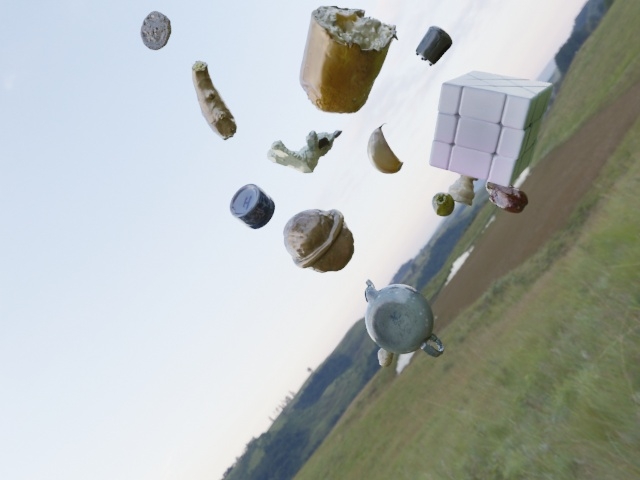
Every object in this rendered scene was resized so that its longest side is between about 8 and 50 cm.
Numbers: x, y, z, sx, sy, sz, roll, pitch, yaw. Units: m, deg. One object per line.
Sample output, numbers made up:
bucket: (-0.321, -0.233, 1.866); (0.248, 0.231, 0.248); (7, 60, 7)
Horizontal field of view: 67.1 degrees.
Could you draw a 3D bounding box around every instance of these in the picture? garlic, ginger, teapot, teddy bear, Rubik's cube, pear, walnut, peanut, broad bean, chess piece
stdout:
garlic: (0.311, -0.438, 2.379); (0.164, 0.245, 0.145); (-21, 8, 43)
ginger: (-0.522, -0.681, 2.374); (0.165, 0.376, 0.236); (-13, 7, -3)
teapot: (0.224, 0.218, 1.353); (0.193, 0.294, 0.129); (-56, -15, 20)
teddy bear: (-0.093, -0.609, 2.993); (0.363, 0.375, 0.327); (-69, 11, -19)
Rubik's cube: (0.622, -0.423, 1.773); (0.321, 0.318, 0.316); (-36, -43, -45)
pear: (0.545, -0.161, 2.145); (0.107, 0.107, 0.131); (-55, -32, 5)
walnut: (0.000, 0.000, 1.950); (0.285, 0.296, 0.285); (-46, 18, 19)
peanut: (0.223, 0.375, 1.626); (0.054, 0.053, 0.113); (115, 176, -48)
broad bean: (0.879, -0.212, 2.292); (0.156, 0.228, 0.122); (13, -69, -47)
chess piece: (0.729, -0.312, 2.408); (0.142, 0.142, 0.261); (-12, -58, -76)

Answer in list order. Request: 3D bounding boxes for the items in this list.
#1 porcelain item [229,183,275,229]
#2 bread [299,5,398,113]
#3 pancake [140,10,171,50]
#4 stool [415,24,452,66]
porcelain item: (-0.250, -0.124, 1.792); (0.147, 0.147, 0.114); (-54, -44, -3)
bread: (0.109, -0.703, 1.955); (0.360, 0.250, 0.395); (-3, -46, -23)
pancake: (-0.600, -0.762, 1.755); (0.140, 0.139, 0.022); (-57, -16, 17)
stool: (0.370, -0.638, 1.582); (0.110, 0.096, 0.096); (-53, -9, 18)
